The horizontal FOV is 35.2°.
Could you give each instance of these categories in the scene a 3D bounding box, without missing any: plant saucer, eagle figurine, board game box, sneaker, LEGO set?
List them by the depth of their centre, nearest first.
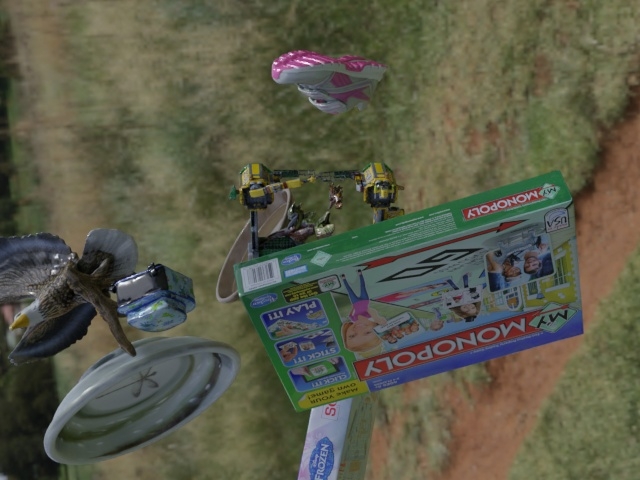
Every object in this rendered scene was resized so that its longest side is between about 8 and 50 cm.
[{"bbox_3d":[0.098,0.059,1.003,0.213,0.317,0.046,69,-174,-46],"label":"board game box"},{"bbox_3d":[0.047,0.274,1.696,0.319,0.066,0.318,58,-137,-73],"label":"board game box"},{"bbox_3d":[-0.468,0.099,1.745,0.298,0.225,0.226,-9,80,45],"label":"eagle figurine"},{"bbox_3d":[0.000,0.000,1.747,0.192,0.331,0.255,-100,18,-57],"label":"LEGO set"},{"bbox_3d":[0.016,-0.294,1.917,0.103,0.252,0.111,33,117,50],"label":"sneaker"},{"bbox_3d":[-0.350,0.284,1.931,0.100,0.400,0.400,57,154,24],"label":"plant saucer"},{"bbox_3d":[-0.128,0.014,2.100,0.278,0.041,0.278,-50,21,26],"label":"plant saucer"}]

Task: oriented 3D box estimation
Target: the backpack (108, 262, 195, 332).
[{"bbox_3d":[-0.254,0.096,1.587,0.114,0.105,0.084,26,-135,-58],"label":"backpack"}]
